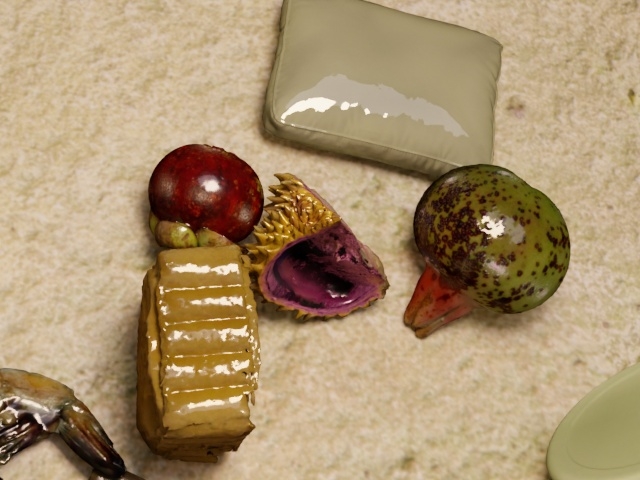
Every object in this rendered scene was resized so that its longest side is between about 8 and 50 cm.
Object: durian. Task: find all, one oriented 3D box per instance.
[{"bbox_3d":[-0.014,-0.001,1.722,0.154,0.260,0.186,-19,50,12],"label":"durian"}]

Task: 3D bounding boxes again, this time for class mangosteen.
[{"bbox_3d":[-0.157,-0.034,1.724,0.146,0.156,0.181,46,71,-25],"label":"mangosteen"}]

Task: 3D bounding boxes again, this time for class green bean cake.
[{"bbox_3d":[-0.145,0.132,1.587,0.131,0.224,0.229,0,75,-12],"label":"green bean cake"}]

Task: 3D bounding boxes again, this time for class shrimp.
[{"bbox_3d":[-0.311,0.275,1.543,0.365,0.071,0.233,37,55,16],"label":"shrimp"}]

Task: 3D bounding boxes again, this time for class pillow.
[{"bbox_3d":[0.091,-0.218,1.909,0.322,0.120,0.255,14,60,-10],"label":"pillow"}]

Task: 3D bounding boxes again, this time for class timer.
[{"bbox_3d":[0.478,0.331,1.713,0.291,0.291,0.315,-41,105,-30],"label":"timer"}]

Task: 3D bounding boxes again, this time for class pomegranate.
[{"bbox_3d":[0.197,0.023,1.804,0.214,0.214,0.248,41,97,5],"label":"pomegranate"}]

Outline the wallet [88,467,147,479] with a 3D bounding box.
[{"bbox_3d":[-0.246,0.356,1.560,0.110,0.031,0.198,27,59,-4],"label":"wallet"}]
